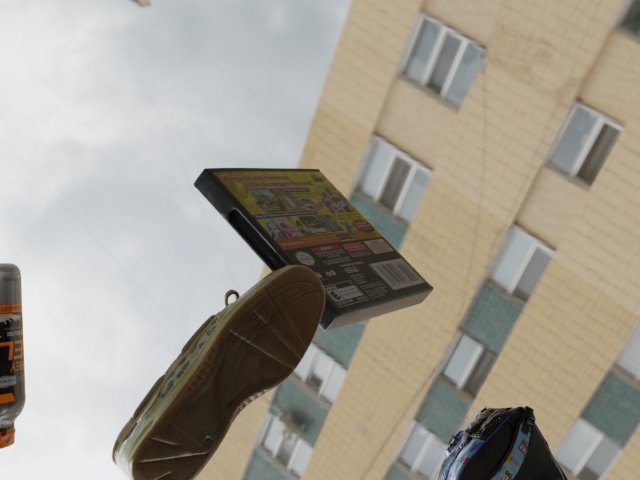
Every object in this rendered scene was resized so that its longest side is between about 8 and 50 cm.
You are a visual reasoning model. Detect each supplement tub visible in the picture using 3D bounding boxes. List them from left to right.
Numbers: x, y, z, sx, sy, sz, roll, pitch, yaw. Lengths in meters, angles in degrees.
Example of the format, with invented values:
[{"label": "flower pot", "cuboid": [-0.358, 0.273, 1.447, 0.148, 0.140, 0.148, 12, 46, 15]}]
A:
[{"label": "supplement tub", "cuboid": [-0.367, 0.119, 0.957, 0.117, 0.190, 0.117, -3, 179, 0]}]

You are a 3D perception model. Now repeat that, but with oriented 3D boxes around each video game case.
[{"label": "video game case", "cuboid": [0.000, 0.000, 1.189, 0.248, 0.035, 0.275, 47, -156, 19]}]

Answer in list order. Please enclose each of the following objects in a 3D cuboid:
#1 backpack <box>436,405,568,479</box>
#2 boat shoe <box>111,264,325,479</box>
[{"label": "backpack", "cuboid": [0.221, 0.318, 1.194, 0.173, 0.117, 0.158, -38, -77, -31]}, {"label": "boat shoe", "cuboid": [-0.110, 0.132, 0.969, 0.285, 0.104, 0.089, -47, -148, -19]}]
